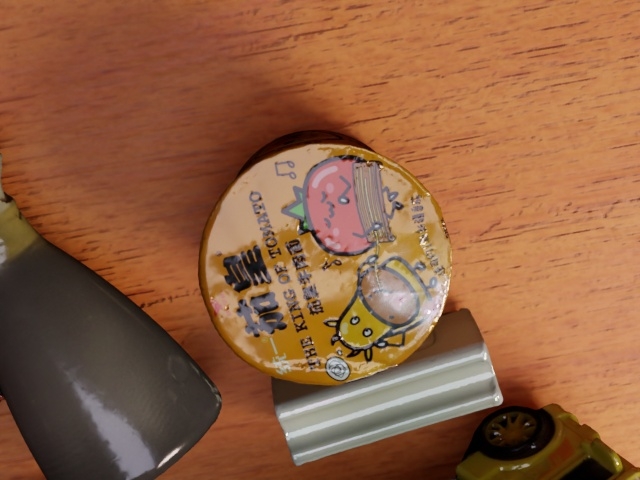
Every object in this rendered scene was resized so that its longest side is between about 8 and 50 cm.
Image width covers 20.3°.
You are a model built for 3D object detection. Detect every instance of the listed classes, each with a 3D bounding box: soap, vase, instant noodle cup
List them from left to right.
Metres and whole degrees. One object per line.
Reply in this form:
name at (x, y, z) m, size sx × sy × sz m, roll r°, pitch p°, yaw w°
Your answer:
vase at (-0.243, 0.070, 1.585) m, size 0.173 × 0.173 × 0.321 m, roll -34°, pitch 99°, yaw 6°
instant noodle cup at (0.000, 0.000, 1.566) m, size 0.215 × 0.172 × 0.216 m, roll -1°, pitch 106°, yaw -3°
soap at (0.058, 0.132, 1.636) m, size 0.198 × 0.119 × 0.067 m, roll -17°, pitch 107°, yaw 1°

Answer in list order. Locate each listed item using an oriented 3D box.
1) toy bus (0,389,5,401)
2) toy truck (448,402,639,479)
toy bus at (-0.376, 0.100, 1.629) m, size 0.192 × 0.065 × 0.077 m, roll 34°, pitch 112°, yaw -12°
toy truck at (0.129, 0.327, 1.578) m, size 0.405 × 0.254 × 0.181 m, roll -31°, pitch 126°, yaw -23°
